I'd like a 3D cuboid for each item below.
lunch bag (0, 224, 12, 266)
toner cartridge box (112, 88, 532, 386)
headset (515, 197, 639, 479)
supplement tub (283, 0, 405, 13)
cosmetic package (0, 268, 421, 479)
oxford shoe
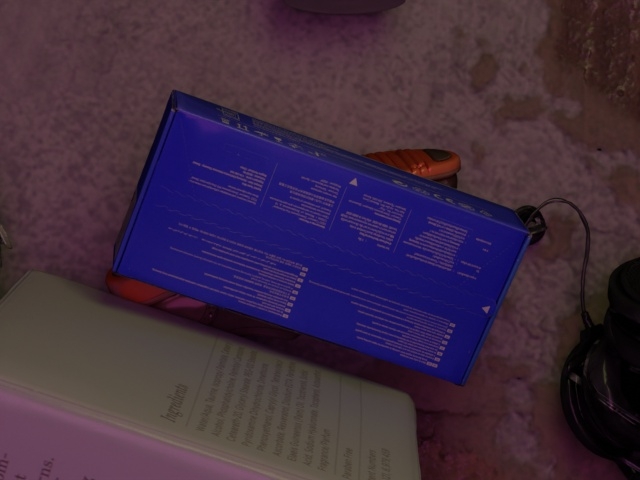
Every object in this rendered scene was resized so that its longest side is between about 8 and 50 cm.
[{"bbox_3d":[-0.448,0.033,1.482,0.303,0.115,0.243,-6,85,-8],"label":"lunch bag"},{"bbox_3d":[0.000,0.000,1.423,0.348,0.075,0.165,19,107,-13],"label":"toner cartridge box"},{"bbox_3d":[0.294,0.113,1.481,0.185,0.243,0.394,-18,55,-30],"label":"headset"},{"bbox_3d":[0.023,-0.334,1.535,0.144,0.144,0.199,0,86,-4],"label":"supplement tub"},{"bbox_3d":[-0.147,0.264,1.348,0.394,0.327,0.329,19,103,-2],"label":"cosmetic package"},{"bbox_3d":[-0.021,0.015,1.532,0.364,0.130,0.132,-23,105,0],"label":"oxford shoe"}]
